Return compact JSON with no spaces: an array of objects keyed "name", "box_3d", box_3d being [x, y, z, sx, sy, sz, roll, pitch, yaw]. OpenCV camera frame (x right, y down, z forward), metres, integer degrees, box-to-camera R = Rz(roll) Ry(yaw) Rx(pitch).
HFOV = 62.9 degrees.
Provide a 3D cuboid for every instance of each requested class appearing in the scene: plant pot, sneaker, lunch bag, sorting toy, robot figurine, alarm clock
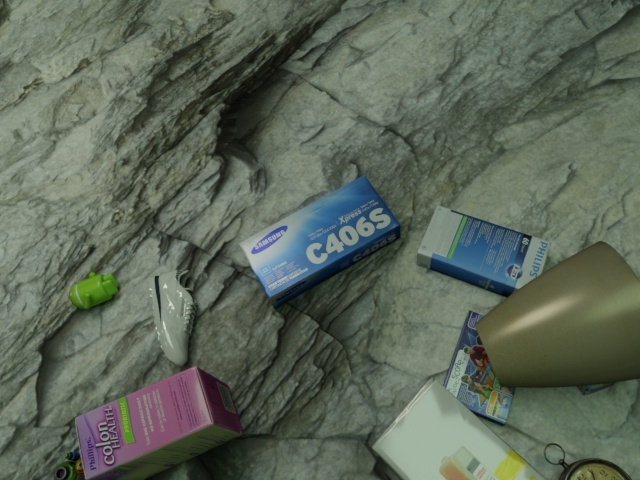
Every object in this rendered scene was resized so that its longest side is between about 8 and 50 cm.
[{"name":"plant pot","box_3d":[0.446,0.169,0.988,0.274,0.256,0.256,-22,63,12]},{"name":"sneaker","box_3d":[-0.329,0.172,1.202,0.095,0.090,0.235,-15,65,-10]},{"name":"lunch bag","box_3d":[0.544,0.259,1.055,0.071,0.053,0.083,-18,55,-2]},{"name":"sorting toy","box_3d":[-0.524,0.478,1.104,0.102,0.042,0.061,-21,64,-2]},{"name":"robot figurine","box_3d":[-0.550,0.123,1.262,0.115,0.067,0.101,-22,36,-2]},{"name":"alarm clock","box_3d":[0.492,0.455,0.962,0.129,0.064,0.192,-39,68,-10]}]

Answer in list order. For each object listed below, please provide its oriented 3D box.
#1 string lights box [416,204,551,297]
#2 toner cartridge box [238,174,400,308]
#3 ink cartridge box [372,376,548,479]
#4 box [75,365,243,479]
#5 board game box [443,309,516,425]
[{"name":"string lights box","box_3d":[0.362,0.030,1.175,0.260,0.077,0.133,21,70,17]},{"name":"toner cartridge box","box_3d":[0.000,0.000,1.240,0.348,0.075,0.165,-30,63,-6]},{"name":"ink cartridge box","box_3d":[0.281,0.441,0.881,0.160,0.279,0.385,-43,66,-11]},{"name":"box","box_3d":[-0.305,0.367,1.031,0.243,0.213,0.117,-24,64,-3]},{"name":"board game box","box_3d":[0.343,0.262,1.090,0.136,0.035,0.201,20,69,16]}]
